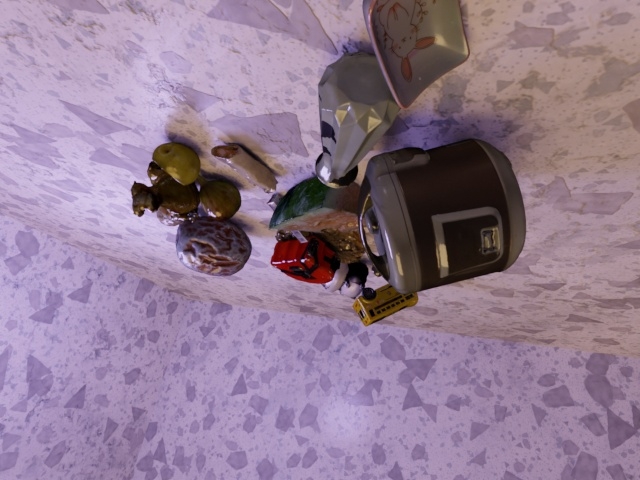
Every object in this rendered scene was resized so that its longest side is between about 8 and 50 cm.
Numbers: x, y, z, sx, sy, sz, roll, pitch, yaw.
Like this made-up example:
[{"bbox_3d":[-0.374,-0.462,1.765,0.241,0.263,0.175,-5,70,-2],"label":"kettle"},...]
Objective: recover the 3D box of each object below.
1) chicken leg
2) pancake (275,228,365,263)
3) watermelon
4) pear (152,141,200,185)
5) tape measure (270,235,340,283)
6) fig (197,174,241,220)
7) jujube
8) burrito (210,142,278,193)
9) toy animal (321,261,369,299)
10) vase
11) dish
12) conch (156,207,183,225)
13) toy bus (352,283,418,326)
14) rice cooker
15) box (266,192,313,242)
[{"bbox_3d":[-0.488,-0.166,1.279,0.140,0.211,0.361,-33,174,4],"label":"chicken leg"},{"bbox_3d":[0.000,0.001,1.617,0.383,0.071,0.382,12,155,6],"label":"pancake"},{"bbox_3d":[0.002,-0.113,1.265,0.302,0.150,0.264,7,164,-41],"label":"watermelon"},{"bbox_3d":[-0.418,-0.236,1.195,0.141,0.104,0.141,41,173,6],"label":"pear"},{"bbox_3d":[-0.049,0.086,1.602,0.254,0.113,0.260,-8,147,40],"label":"tape measure"},{"bbox_3d":[-0.369,-0.173,1.333,0.149,0.149,0.245,-9,129,43],"label":"fig"},{"bbox_3d":[-0.440,0.026,1.682,0.309,0.246,0.215,6,-178,-25],"label":"jujube"},{"bbox_3d":[-0.212,-0.214,1.200,0.087,0.060,0.226,0,156,39],"label":"burrito"},{"bbox_3d":[0.089,0.159,1.843,0.236,0.165,0.187,16,143,-10],"label":"toy animal"},{"bbox_3d":[0.062,-0.238,0.882,0.165,0.164,0.360,13,164,-2],"label":"vase"},{"bbox_3d":[0.141,-0.333,0.628,0.151,0.077,0.212,-39,145,4],"label":"dish"},{"bbox_3d":[-0.572,-0.123,1.519,0.156,0.129,0.207,27,173,-25],"label":"conch"},{"bbox_3d":[0.316,0.253,1.799,0.332,0.151,0.145,-21,157,-16],"label":"toy bus"},{"bbox_3d":[0.249,-0.052,0.919,0.326,0.334,0.335,-13,156,4],"label":"rice cooker"},{"bbox_3d":[-0.106,-0.076,1.423,0.041,0.049,0.207,-13,129,41],"label":"box"}]
